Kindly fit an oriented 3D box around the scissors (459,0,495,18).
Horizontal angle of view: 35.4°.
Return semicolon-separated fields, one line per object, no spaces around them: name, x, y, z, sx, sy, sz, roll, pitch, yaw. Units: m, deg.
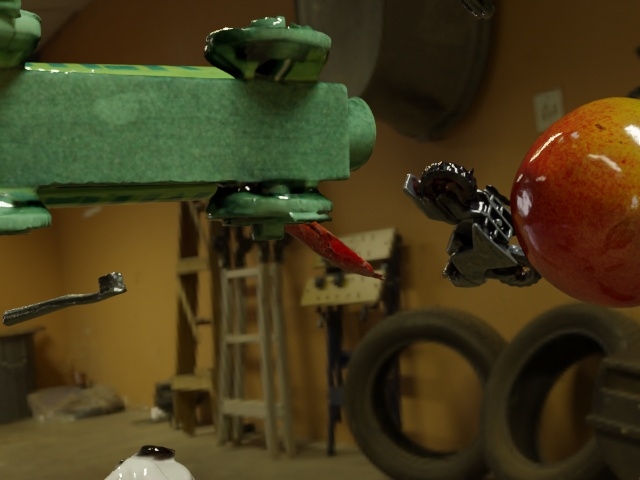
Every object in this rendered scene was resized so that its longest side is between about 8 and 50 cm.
scissors;0.110;-0.388;1.230;0.022;0.300;0.109;-41;13;5

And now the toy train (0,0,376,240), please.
toy train;-0.106;-0.048;0.459;0.253;0.105;0.157;-5;4;-34

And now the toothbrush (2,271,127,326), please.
toothbrush;-0.362;0.085;1.389;0.297;0.030;0.030;-17;-7;43

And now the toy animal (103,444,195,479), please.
toy animal;-0.176;0.294;0.889;0.204;0.156;0.208;-38;-4;-28

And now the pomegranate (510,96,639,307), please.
pomegranate;0.322;-0.051;1.045;0.257;0.221;0.221;-36;-15;26

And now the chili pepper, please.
chili pepper;0.000;0.000;0.997;0.178;0.027;0.045;34;5;-34

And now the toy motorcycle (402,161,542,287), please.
toy motorcycle;0.173;-0.014;1.196;0.122;0.080;0.215;-18;-51;39
